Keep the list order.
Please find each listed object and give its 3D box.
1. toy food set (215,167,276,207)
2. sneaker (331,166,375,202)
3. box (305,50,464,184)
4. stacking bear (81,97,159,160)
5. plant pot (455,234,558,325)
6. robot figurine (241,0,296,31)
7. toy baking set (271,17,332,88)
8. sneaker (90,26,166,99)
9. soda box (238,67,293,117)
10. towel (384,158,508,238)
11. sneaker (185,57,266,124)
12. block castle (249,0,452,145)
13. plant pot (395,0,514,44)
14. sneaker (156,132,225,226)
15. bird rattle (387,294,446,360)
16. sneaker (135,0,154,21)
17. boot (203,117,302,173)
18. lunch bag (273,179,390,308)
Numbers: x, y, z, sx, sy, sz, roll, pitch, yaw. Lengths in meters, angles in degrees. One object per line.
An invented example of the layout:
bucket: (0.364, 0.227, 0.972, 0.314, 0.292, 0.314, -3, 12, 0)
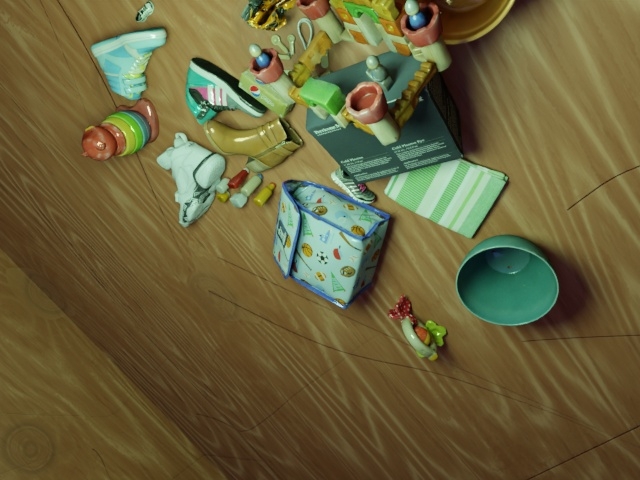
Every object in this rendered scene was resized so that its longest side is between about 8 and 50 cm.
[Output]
toy food set: (-0.284, -0.197, 1.844, 0.232, 0.104, 0.111, 5, 137, 40)
sneaker: (0.118, -0.193, 1.681, 0.170, 0.063, 0.074, 38, 132, 2)
box: (0.185, -0.339, 1.407, 0.344, 0.178, 0.312, -11, 152, 27)
stacking bear: (-0.718, -0.372, 1.770, 0.176, 0.289, 0.164, -8, 116, 26)
plant pot: (0.588, 0.095, 1.586, 0.291, 0.195, 0.290, 11, 123, 17)
robot figurine: (-0.089, -0.683, 1.381, 0.291, 0.211, 0.085, -36, 95, 25)
toy baking set: (-0.056, -0.562, 1.545, 0.256, 0.030, 0.196, -16, 113, 29)
sneaker: (-0.614, -0.592, 1.699, 0.319, 0.127, 0.208, 1, 119, 33)
soda box: (-0.170, -0.475, 1.610, 0.181, 0.061, 0.058, 37, 143, 4)
towel: (0.389, -0.171, 1.605, 0.325, 0.038, 0.247, 26, 126, 4)
sneaker: (-0.333, -0.450, 1.667, 0.296, 0.124, 0.178, 36, 123, 6)
block castle: (0.057, -0.450, 1.207, 0.453, 0.303, 0.213, 34, 178, 39)
plant pot: (0.337, -0.648, 1.226, 0.291, 0.203, 0.290, 10, 123, 16)
sneaker: (-0.500, -0.226, 1.875, 0.210, 0.137, 0.365, 39, 130, 5)
bird rattle: (0.358, 0.327, 1.832, 0.143, 0.207, 0.253, -34, 113, 16)
sneaker: (-0.575, -0.744, 1.640, 0.032, 0.037, 0.083, 46, 124, -7)
boot: (-0.218, -0.341, 1.654, 0.220, 0.108, 0.283, -23, 133, 35)
lunch bag: (0.000, 0.000, 1.754, 0.386, 0.239, 0.327, 30, 129, 23)
